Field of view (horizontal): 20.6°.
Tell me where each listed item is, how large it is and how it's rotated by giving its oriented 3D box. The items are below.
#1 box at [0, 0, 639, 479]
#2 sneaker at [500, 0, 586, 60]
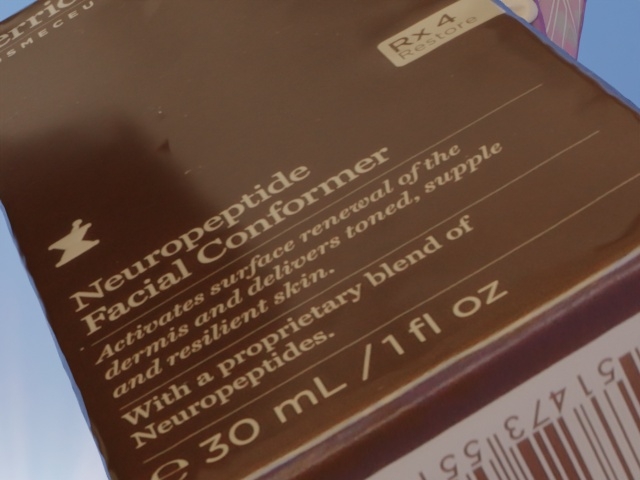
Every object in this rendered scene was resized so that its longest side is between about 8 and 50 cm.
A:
[{"bbox_3d":[0.000,0.000,0.640,0.191,0.143,0.381,-31,-150,-4],"label":"box"},{"bbox_3d":[0.118,-0.131,0.992,0.104,0.236,0.095,-20,-166,-31],"label":"sneaker"}]
